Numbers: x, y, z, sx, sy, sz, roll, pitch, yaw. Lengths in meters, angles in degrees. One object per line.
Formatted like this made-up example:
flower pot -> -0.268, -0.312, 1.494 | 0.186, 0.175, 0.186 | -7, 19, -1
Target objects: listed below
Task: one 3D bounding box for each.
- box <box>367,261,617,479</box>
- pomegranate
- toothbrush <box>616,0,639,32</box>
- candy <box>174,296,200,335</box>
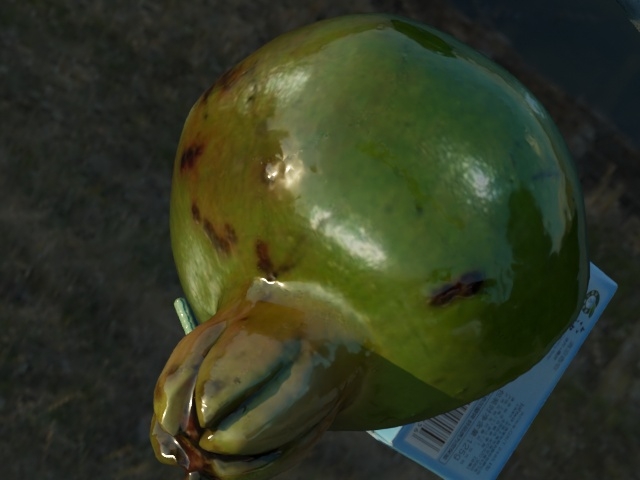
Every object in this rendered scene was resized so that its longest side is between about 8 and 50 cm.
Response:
box -> 0.141, 0.093, 1.458 | 0.142, 0.232, 0.083 | 35, -4, -41
pomegranate -> -0.003, -0.006, 0.757 | 0.241, 0.190, 0.159 | -36, 117, -12
toothbrush -> 0.087, -0.085, 0.493 | 0.275, 0.025, 0.019 | 42, 32, -32
candy -> -0.083, 0.203, 1.608 | 0.097, 0.097, 0.323 | -9, 70, -36
